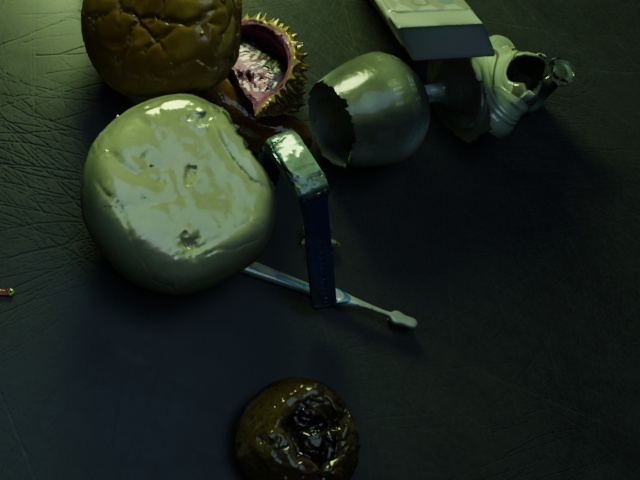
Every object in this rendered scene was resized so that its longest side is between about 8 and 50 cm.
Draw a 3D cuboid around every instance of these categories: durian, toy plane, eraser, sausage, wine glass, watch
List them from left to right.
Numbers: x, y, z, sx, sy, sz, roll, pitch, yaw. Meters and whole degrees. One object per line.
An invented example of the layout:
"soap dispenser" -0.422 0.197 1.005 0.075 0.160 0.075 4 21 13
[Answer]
"sausage" -0.140 -0.239 1.738 0.270 0.109 0.109 30 66 -6
"durian" -0.092 -0.331 1.725 0.154 0.186 0.260 -37 64 4
"watch" -0.037 -0.036 1.592 0.068 0.274 0.276 -24 73 -21
"toy plane" -0.001 0.001 1.746 0.083 0.033 0.080 17 67 -21
"wine glass" 0.150 -0.266 1.781 0.323 0.238 0.238 -20 80 -22
"eraser" 0.192 -0.490 1.821 0.213 0.082 0.397 -5 39 -13
"wine glass" 0.485 -0.333 1.953 0.072 0.155 0.072 6 71 -18

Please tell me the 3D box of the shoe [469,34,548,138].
"shoe" 0.411 -0.362 1.893 0.124 0.159 0.316 31 46 -23

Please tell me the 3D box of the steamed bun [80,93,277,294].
"steamed bun" -0.261 -0.066 1.569 0.312 0.233 0.334 -25 85 -21

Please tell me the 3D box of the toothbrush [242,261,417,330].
"toothbrush" 0.009 0.101 1.713 0.386 0.040 0.040 20 67 -11

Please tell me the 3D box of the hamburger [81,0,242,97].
"hamburger" -0.287 -0.401 1.609 0.318 0.158 0.319 2 97 16

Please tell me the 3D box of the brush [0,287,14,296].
"brush" -0.567 0.086 1.530 0.083 0.021 0.019 4 69 -18

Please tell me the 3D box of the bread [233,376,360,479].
"bread" -0.036 0.347 1.574 0.230 0.123 0.230 6 69 -15
